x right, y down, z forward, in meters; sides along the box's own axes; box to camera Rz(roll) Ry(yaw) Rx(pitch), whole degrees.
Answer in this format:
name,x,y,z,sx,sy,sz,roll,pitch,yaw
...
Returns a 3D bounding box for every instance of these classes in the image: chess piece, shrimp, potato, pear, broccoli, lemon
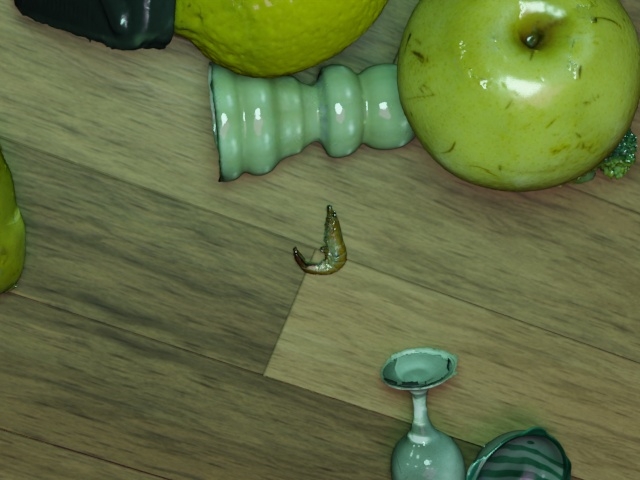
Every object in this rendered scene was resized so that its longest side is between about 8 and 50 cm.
name,x,y,z,sx,sy,sz,roll,pitch,yaw
chess piece,-0.002,-0.194,1.564,0.330,0.182,0.182,-6,109,-8
shrimp,0.000,0.000,1.697,0.091,0.025,0.127,0,111,-3
potato,-0.553,-0.051,1.575,0.173,0.140,0.300,-10,115,-9
pear,0.270,-0.232,1.411,0.349,0.348,0.348,-1,109,-4
broccoli,0.404,-0.159,1.617,0.194,0.220,0.194,-28,134,-34
lemon,-0.059,-0.386,1.413,0.336,0.336,0.336,-1,109,-4

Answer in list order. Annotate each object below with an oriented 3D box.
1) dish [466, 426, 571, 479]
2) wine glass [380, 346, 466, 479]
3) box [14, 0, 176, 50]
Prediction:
name,x,y,z,sx,sy,sz,roll,pitch,yaw
dish,0.333,0.427,1.827,0.224,0.078,0.246,7,105,-26
wine glass,0.184,0.348,1.770,0.143,0.143,0.321,-8,110,-2
box,-0.304,-0.446,1.369,0.091,0.359,0.350,-12,116,-43
